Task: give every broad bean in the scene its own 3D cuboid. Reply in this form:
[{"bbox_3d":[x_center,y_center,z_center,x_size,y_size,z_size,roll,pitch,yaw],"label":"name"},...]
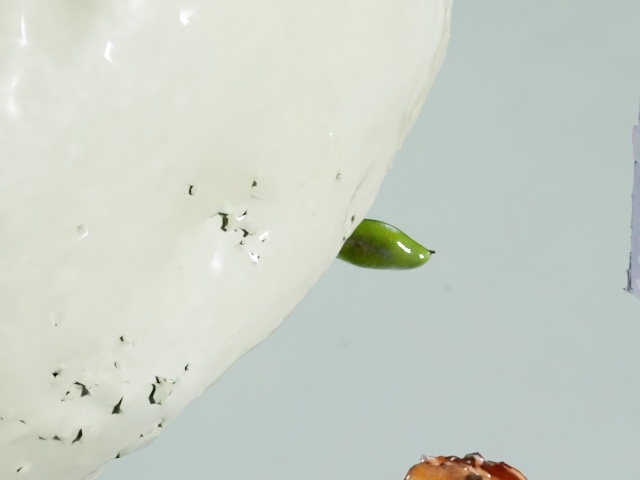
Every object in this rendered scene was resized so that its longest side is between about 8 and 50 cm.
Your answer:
[{"bbox_3d":[0.000,-0.004,1.794,0.255,0.065,0.046,6,18,0],"label":"broad bean"}]

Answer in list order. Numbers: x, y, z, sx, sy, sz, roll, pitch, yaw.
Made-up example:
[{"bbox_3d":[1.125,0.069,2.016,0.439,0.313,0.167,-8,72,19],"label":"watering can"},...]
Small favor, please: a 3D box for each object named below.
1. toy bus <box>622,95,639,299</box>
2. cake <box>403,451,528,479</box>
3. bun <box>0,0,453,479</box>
[{"bbox_3d":[0.284,-0.051,1.165,0.138,0.317,0.112,-43,62,-15],"label":"toy bus"},{"bbox_3d":[0.077,0.264,1.290,0.287,0.135,0.098,-51,-1,40],"label":"cake"},{"bbox_3d":[-0.148,-0.061,0.473,0.362,0.234,0.326,-11,39,20],"label":"bun"}]
